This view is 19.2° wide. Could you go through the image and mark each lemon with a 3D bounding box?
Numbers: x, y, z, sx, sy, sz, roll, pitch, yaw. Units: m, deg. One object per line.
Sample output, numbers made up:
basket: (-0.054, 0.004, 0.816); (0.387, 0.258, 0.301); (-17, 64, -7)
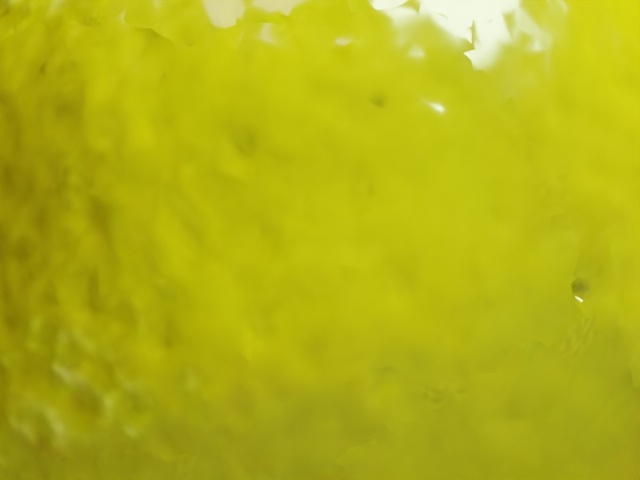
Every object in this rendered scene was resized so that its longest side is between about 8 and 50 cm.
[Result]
lemon: (-0.006, 0.003, 0.482); (0.253, 0.228, 0.228); (-26, 0, 38)
